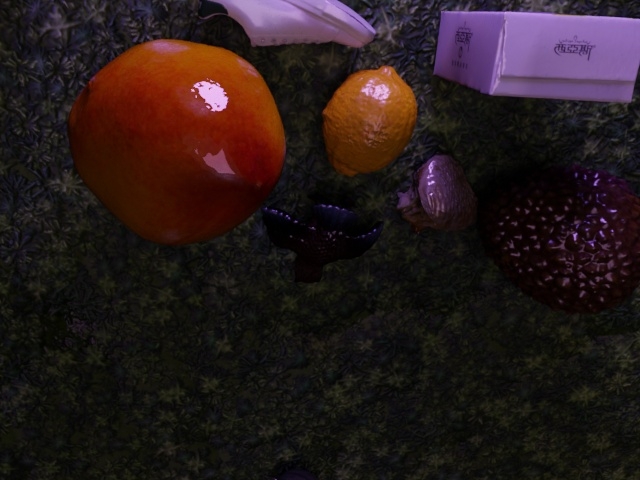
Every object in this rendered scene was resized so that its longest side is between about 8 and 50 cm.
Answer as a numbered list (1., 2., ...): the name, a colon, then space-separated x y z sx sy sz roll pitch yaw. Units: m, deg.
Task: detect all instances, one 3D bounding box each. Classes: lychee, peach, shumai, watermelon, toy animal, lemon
1. lychee: 0.393 -0.009 0.980 0.272 0.271 0.271 -2 114 -5
2. peach: -0.193 -0.139 0.819 0.289 0.308 0.288 -3 100 -17
3. shumai: 0.189 -0.073 1.006 0.116 0.145 0.145 -16 123 48
4. watermelon: -0.060 0.530 1.239 0.133 0.105 0.105 31 108 6
5. toy animal: -0.002 0.007 1.005 0.219 0.116 0.179 8 112 -17
6. lemon: 0.072 -0.181 0.919 0.142 0.142 0.187 23 114 -15

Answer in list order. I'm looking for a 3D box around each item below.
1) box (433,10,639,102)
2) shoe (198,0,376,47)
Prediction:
1. box: 0.294 -0.269 0.841 0.195 0.260 0.110 0 109 -8
2. shoe: -0.055 -0.329 0.872 0.265 0.095 0.110 24 114 -10
